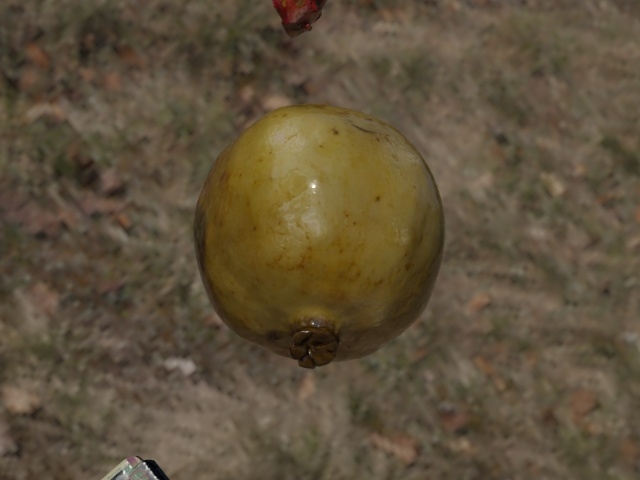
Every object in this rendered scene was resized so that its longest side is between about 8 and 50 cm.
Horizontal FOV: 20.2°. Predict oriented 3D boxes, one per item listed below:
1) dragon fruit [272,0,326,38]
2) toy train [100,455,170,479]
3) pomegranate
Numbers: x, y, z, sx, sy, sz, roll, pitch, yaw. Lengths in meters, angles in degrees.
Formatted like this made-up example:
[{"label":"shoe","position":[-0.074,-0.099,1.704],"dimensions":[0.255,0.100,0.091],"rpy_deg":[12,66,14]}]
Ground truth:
[{"label":"dragon fruit","position":[-0.020,-0.362,2.485],"dimensions":[0.153,0.111,0.153],"rpy_deg":[-19,90,-82]},{"label":"toy train","position":[-0.141,0.252,1.514],"dimensions":[0.138,0.087,0.050],"rpy_deg":[48,-4,21]},{"label":"pomegranate","position":[-0.006,-0.011,1.991],"dimensions":[0.307,0.307,0.307],"rpy_deg":[38,32,-29]}]
